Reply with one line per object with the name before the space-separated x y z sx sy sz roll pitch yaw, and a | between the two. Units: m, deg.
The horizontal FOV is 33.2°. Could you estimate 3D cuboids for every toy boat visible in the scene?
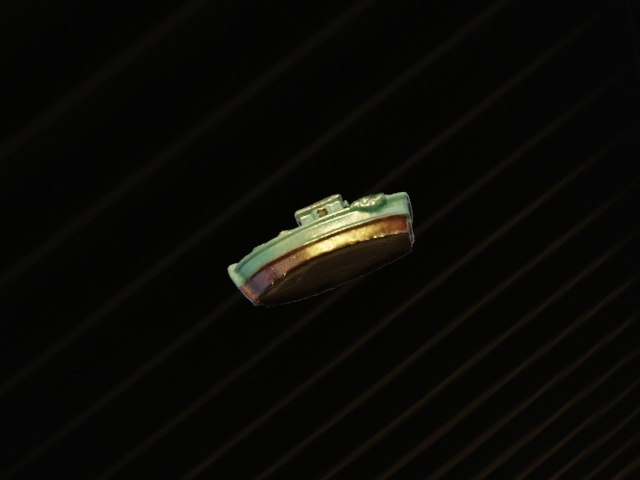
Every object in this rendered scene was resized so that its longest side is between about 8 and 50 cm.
toy boat | 0.000 0.000 1.222 0.223 0.097 0.100 -22 -37 0
